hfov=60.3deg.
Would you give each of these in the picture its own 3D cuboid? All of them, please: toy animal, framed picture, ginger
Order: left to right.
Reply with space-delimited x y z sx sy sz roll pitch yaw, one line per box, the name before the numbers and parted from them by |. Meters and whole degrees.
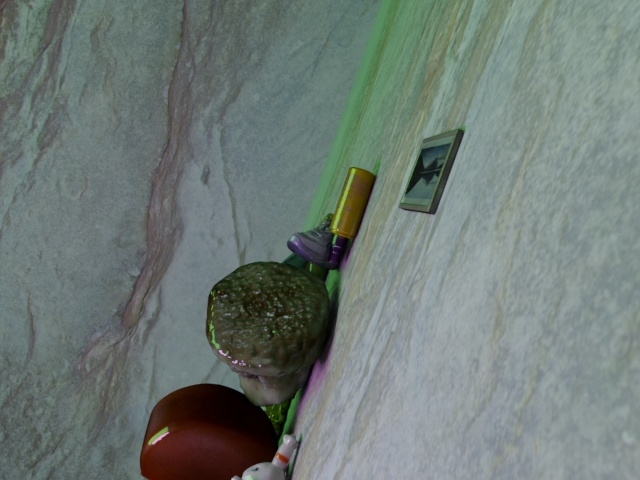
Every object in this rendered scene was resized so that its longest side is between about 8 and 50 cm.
toy animal | -0.150 0.600 1.315 0.140 0.138 0.282 110 176 -51
ginger | 0.002 0.040 1.803 0.137 0.089 0.289 -89 19 -65
framed picture | 0.197 -0.123 1.009 0.203 0.015 0.150 -131 60 -82

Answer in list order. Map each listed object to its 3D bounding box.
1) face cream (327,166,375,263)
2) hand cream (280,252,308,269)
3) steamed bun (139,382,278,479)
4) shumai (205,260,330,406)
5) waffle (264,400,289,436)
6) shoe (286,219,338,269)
face cream | 0.076 -0.066 1.548 0.078 0.078 0.273 -173 101 -83
hand cream | -0.067 0.064 1.874 0.312 0.070 0.111 -39 -41 -52
steamed bun | -0.274 0.540 1.487 0.248 0.379 0.235 -58 14 14
shumai | -0.139 0.277 1.525 0.397 0.324 0.323 -88 -1 -53
waffle | -0.150 0.554 1.779 0.249 0.056 0.253 125 161 -67
shoe | 0.000 0.000 1.598 0.245 0.095 0.137 27 -94 -59
